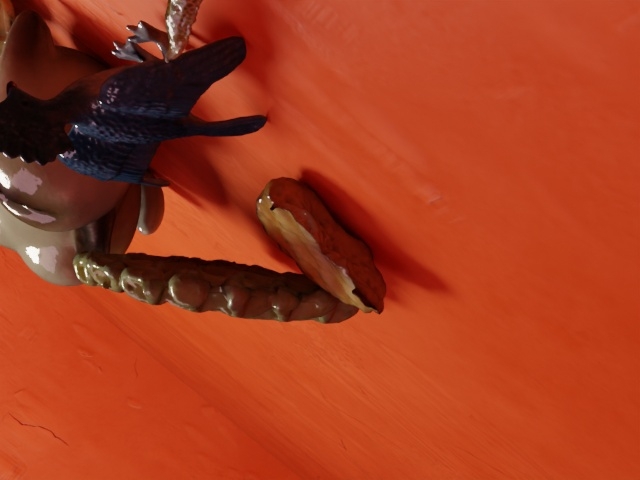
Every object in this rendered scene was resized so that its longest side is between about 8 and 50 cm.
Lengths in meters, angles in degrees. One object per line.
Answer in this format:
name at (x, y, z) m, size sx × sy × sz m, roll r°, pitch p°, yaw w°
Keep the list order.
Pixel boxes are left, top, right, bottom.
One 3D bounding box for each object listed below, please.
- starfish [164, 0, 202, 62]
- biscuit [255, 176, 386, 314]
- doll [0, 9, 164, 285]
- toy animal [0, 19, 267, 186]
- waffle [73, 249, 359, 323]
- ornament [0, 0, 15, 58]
starfish at (-0.123, -0.248, 0.798) m, size 0.236 × 0.062 × 0.277 m, roll 35°, pitch 155°, yaw 16°
biscuit at (0.000, 0.000, 1.198) m, size 0.183 × 0.061 × 0.118 m, roll 46°, pitch 164°, yaw -18°
doll at (-0.316, -0.084, 1.351) m, size 0.215 × 0.226 × 0.370 m, roll 48°, pitch 166°, yaw 11°
toy animal at (-0.174, -0.112, 1.037) m, size 0.255 × 0.176 × 0.239 m, roll 18°, pitch 152°, yaw -18°
waffle at (-0.118, 0.053, 1.319) m, size 0.292 × 0.056 × 0.309 m, roll 11°, pitch -178°, yaw 43°
ornament at (-0.415, -0.261, 1.337) m, size 0.180 × 0.059 × 0.201 m, roll 56°, pitch 157°, yaw 15°
